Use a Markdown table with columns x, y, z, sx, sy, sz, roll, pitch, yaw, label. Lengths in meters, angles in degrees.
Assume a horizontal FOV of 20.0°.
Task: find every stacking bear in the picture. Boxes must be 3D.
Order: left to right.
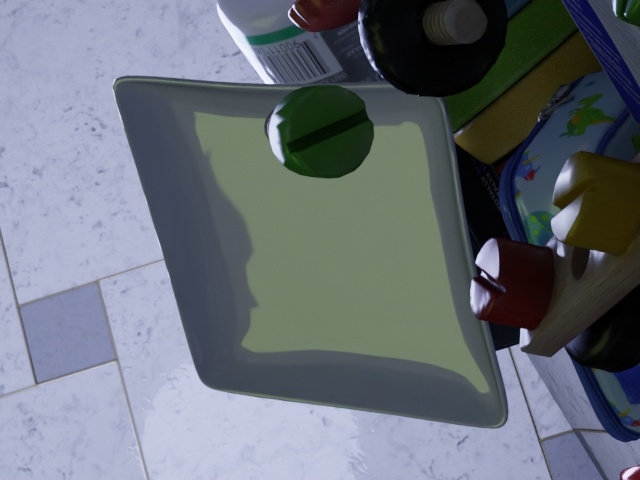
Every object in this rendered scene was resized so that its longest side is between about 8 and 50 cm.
| x | y | z | sx | sy | sz | roll | pitch | yaw | label |
| --- | --- | --- | --- | --- | --- | --- | --- | --- | --- |
| 0.146 | -0.113 | 1.278 | 0.289 | 0.175 | 0.164 | 50 | -153 | -2 | stacking bear |

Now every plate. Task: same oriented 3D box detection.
| x | y | z | sx | sy | sz | roll | pitch | yaw | label |
| --- | --- | --- | --- | --- | --- | --- | --- | --- | --- |
| 0.000 | 0.000 | 1.323 | 0.278 | 0.045 | 0.277 | 5 | 122 | 32 | plate |

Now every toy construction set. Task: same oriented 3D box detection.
| x | y | z | sx | sy | sz | roll | pitch | yaw | label |
| --- | --- | --- | --- | --- | --- | --- | --- | --- | --- |
| 0.190 | -0.040 | 0.660 | 0.309 | 0.257 | 0.237 | 40 | 171 | -16 | toy construction set |

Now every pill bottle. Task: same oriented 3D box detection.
| x | y | z | sx | sy | sz | roll | pitch | yaw | label |
| --- | --- | --- | --- | --- | --- | --- | --- | --- | --- |
| 0.079 | -0.136 | 1.689 | 0.361 | 0.204 | 0.204 | 54 | -178 | -30 | pill bottle |

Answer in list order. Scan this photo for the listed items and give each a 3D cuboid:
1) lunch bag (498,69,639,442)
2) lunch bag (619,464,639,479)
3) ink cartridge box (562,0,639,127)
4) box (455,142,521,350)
| x | y | z | sx | sy | sz | roll | pitch | yaw | label |
| --- | --- | --- | --- | --- | --- | --- | --- | --- | --- |
| 0.204 | 0.006 | 1.142 | 0.219 | 0.090 | 0.176 | 61 | -138 | -21 | lunch bag |
| 0.233 | 0.111 | 0.635 | 0.293 | 0.258 | 0.120 | 59 | -140 | -73 | lunch bag |
| 0.193 | -0.082 | 0.934 | 0.371 | 0.069 | 0.176 | 47 | -172 | -38 | ink cartridge box |
| 0.116 | -0.033 | 1.449 | 0.165 | 0.143 | 0.270 | 60 | -146 | -14 | box |
